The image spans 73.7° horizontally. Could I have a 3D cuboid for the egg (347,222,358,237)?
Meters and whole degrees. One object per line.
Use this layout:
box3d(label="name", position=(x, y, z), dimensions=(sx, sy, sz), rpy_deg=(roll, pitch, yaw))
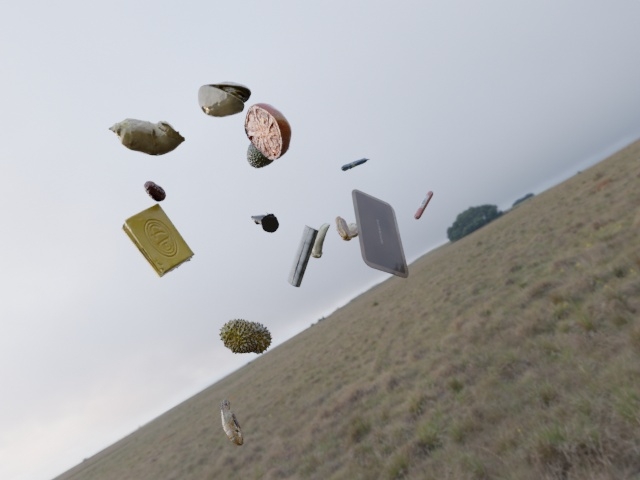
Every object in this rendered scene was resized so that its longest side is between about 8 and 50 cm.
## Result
box3d(label="egg", position=(0.166, -0.052, 2.227), dimensions=(0.080, 0.080, 0.096), rpy_deg=(-30, -3, -3))

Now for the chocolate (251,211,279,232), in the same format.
box3d(label="chocolate", position=(-0.175, -0.066, 1.375), dimensions=(0.070, 0.072, 0.147), rpy_deg=(-63, 24, 6))

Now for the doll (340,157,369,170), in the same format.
box3d(label="doll", position=(0.139, -0.306, 1.715), dimensions=(0.125, 0.027, 0.037), rpy_deg=(-16, 5, 22))

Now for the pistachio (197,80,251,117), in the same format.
box3d(label="pistachio", position=(-0.333, -0.492, 1.474), dimensions=(0.206, 0.129, 0.131), rpy_deg=(4, -18, 35))

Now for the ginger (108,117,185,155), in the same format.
box3d(label="ginger", position=(-0.656, -0.395, 1.625), dimensions=(0.267, 0.138, 0.152), rpy_deg=(-8, -44, -27))

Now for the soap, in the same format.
box3d(label="soap", position=(-0.787, 0.002, 2.080), dimensions=(0.204, 0.324, 0.096), rpy_deg=(-37, 3, -32))

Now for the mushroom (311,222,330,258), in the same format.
box3d(label="mushroom", position=(0.000, 0.000, 2.292), dimensions=(0.084, 0.071, 0.209), rpy_deg=(-75, 3, -71))

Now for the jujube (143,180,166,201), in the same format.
box3d(label="jujube", position=(-0.779, -0.233, 2.012), dimensions=(0.077, 0.077, 0.129), rpy_deg=(-29, -29, -4))

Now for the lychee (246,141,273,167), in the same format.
box3d(label="lychee", position=(-0.316, -0.453, 2.243), dimensions=(0.171, 0.171, 0.171), rpy_deg=(-29, -10, -5))

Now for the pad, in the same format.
box3d(label="pad", position=(0.167, -0.024, 1.205), dimensions=(0.176, 0.266, 0.002), rpy_deg=(19, -41, -32))

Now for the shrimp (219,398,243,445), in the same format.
box3d(label="shrimp", position=(-0.408, 0.845, 1.986), dimensions=(0.053, 0.236, 0.133), rpy_deg=(-43, -43, 7))

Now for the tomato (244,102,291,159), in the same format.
box3d(label="tomato", position=(-0.203, -0.450, 1.740), dimensions=(0.095, 0.236, 0.237), rpy_deg=(-35, -5, -36))

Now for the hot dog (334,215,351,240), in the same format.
box3d(label="hot dog", position=(0.087, -0.048, 1.711), dimensions=(0.038, 0.144, 0.062), rpy_deg=(-43, -54, 20))

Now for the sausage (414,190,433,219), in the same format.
box3d(label="sausage", position=(0.451, -0.156, 1.859), dimensions=(0.029, 0.029, 0.223), rpy_deg=(-41, 8, 49))

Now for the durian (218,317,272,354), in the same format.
box3d(label="durian", position=(-0.326, 0.419, 1.907), dimensions=(0.250, 0.183, 0.138), rpy_deg=(11, -36, -42))

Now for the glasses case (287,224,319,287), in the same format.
box3d(label="glasses case", position=(-0.086, 0.076, 2.104), dimensions=(0.060, 0.299, 0.114), rpy_deg=(15, 6, -26))
